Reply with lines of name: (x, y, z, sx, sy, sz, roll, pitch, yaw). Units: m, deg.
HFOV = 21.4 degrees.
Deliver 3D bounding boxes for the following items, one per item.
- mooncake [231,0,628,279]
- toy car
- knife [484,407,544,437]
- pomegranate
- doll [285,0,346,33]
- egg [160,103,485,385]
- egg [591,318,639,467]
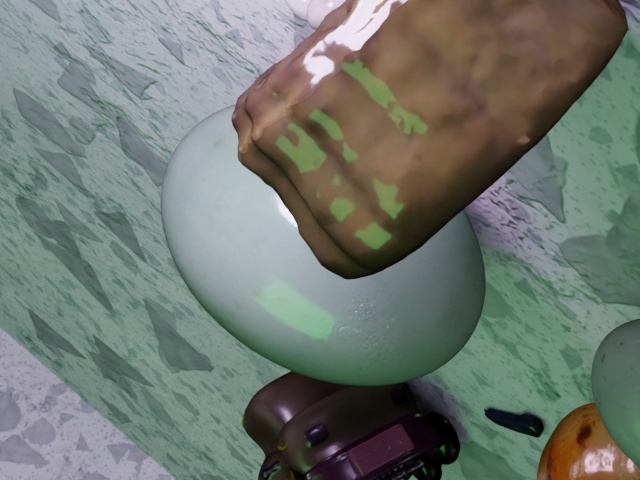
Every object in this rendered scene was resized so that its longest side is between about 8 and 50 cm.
mooncake: (0.081, -0.128, 1.372, 0.187, 0.324, 0.324, 48, 159, -3)
toy car: (0.021, 0.278, 2.388, 0.240, 0.271, 0.340, 60, 159, 14)
knife: (0.245, 0.232, 2.172, 0.031, 0.018, 0.121, 46, 160, -27)
pomegranate: (0.339, 0.269, 1.835, 0.209, 0.209, 0.209, 36, 158, 17)
doll: (0.022, -0.199, 1.693, 0.161, 0.059, 0.160, 37, 158, 16)
egg: (0.000, 0.000, 1.807, 0.389, 0.276, 0.276, 36, 158, 23)
egg: (0.353, 0.159, 1.662, 0.192, 0.149, 0.149, 47, 160, 15)
